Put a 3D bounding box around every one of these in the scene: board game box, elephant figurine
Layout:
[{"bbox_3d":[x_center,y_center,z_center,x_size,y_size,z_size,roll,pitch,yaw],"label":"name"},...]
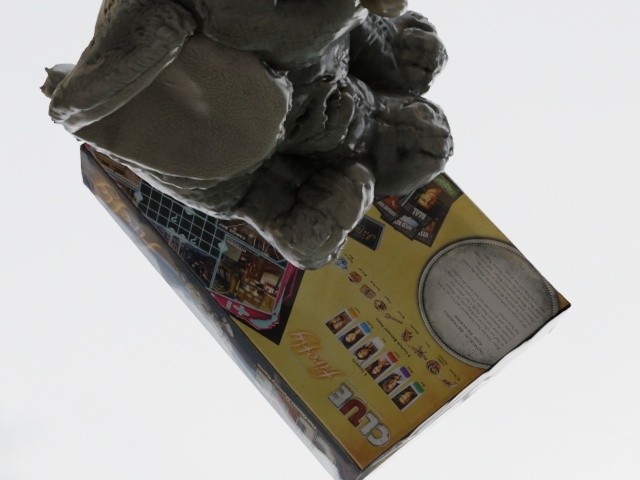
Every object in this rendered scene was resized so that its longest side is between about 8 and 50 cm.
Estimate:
[{"bbox_3d":[0.000,0.000,0.759,0.243,0.165,0.042,49,-26,16],"label":"board game box"},{"bbox_3d":[-0.031,-0.100,0.507,0.186,0.239,0.169,-37,-110,-3],"label":"elephant figurine"}]
